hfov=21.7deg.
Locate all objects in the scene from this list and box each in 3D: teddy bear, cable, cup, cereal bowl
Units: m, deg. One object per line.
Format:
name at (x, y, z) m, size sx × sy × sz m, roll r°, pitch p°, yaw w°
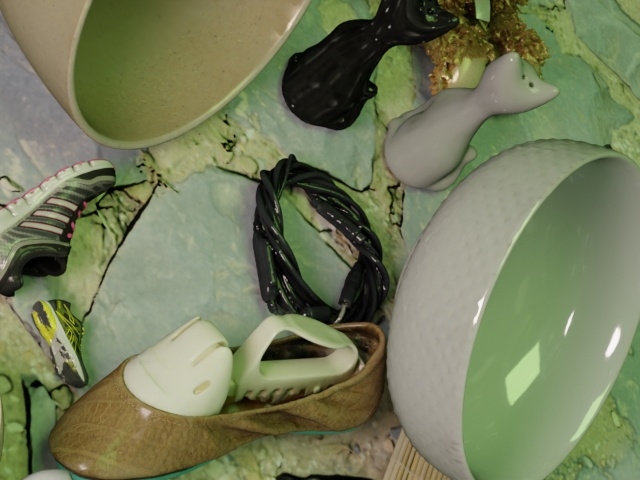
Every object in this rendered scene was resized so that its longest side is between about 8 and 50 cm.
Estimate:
teddy bear at (0.145, -0.292, 1.851) m, size 0.245 × 0.113 × 0.338 m, roll -30°, pitch 94°, yaw -35°
cable at (0.000, 0.000, 1.612) m, size 0.151 × 0.047 × 0.184 m, roll 5°, pitch 64°, yaw -35°
cup at (-0.175, -0.281, 1.485) m, size 0.237 × 0.331 × 0.331 m, roll 38°, pitch 43°, yaw 22°
cereal bowl at (0.168, 0.060, 1.548) m, size 0.339 × 0.141 × 0.339 m, roll -32°, pitch 132°, yaw -43°

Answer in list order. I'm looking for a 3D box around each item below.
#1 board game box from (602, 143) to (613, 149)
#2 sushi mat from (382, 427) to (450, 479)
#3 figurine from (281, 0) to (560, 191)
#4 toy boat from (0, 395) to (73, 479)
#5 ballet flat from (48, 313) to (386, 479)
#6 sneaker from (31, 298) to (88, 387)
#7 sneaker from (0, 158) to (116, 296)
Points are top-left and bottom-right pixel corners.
board game box at (0.217, -0.036, 1.740) m, size 0.186 × 0.126 × 0.026 m, roll -27°, pitch 81°, yaw -42°
sushi mat at (0.144, 0.203, 1.633) m, size 0.151 × 0.019 × 0.316 m, roll 37°, pitch 50°, yaw -15°
figurine at (0.104, -0.158, 1.663) m, size 0.215 × 0.209 × 0.092 m, roll 31°, pitch 52°, yaw -21°
toy boat at (-0.279, 0.174, 1.155) m, size 0.318 × 0.148 × 0.267 m, roll 16°, pitch 52°, yaw 22°
ballet flat at (-0.072, 0.120, 1.433) m, size 0.342 × 0.124 × 0.116 m, roll -4°, pitch 38°, yaw -38°
sneaker at (-0.213, 0.085, 1.418) m, size 0.035 × 0.031 × 0.083 m, roll -19°, pitch 79°, yaw -42°
sneaker at (-0.233, -0.008, 1.433) m, size 0.170 × 0.063 × 0.074 m, roll -37°, pitch 91°, yaw -38°
